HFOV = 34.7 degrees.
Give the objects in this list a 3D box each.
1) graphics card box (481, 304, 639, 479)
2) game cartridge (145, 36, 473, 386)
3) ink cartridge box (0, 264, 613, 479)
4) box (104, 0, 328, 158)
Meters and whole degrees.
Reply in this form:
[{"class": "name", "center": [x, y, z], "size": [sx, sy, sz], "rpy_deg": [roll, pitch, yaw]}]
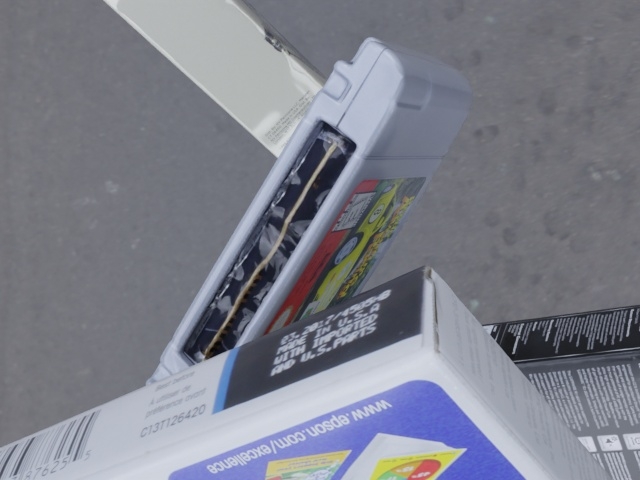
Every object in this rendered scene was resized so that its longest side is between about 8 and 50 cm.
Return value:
[{"class": "graphics card box", "center": [0.272, 0.201, 1.160], "size": [0.371, 0.094, 0.233], "rpy_deg": [-12, 118, 29]}, {"class": "game cartridge", "center": [0.000, 0.000, 0.722], "size": [0.060, 0.196, 0.294], "rpy_deg": [36, 107, 12]}, {"class": "ink cartridge box", "center": [0.013, 0.180, 0.550], "size": [0.303, 0.072, 0.307], "rpy_deg": [-26, 124, 26]}, {"class": "box", "center": [-0.104, -0.211, 1.081], "size": [0.094, 0.113, 0.275], "rpy_deg": [-44, 113, 10]}]
